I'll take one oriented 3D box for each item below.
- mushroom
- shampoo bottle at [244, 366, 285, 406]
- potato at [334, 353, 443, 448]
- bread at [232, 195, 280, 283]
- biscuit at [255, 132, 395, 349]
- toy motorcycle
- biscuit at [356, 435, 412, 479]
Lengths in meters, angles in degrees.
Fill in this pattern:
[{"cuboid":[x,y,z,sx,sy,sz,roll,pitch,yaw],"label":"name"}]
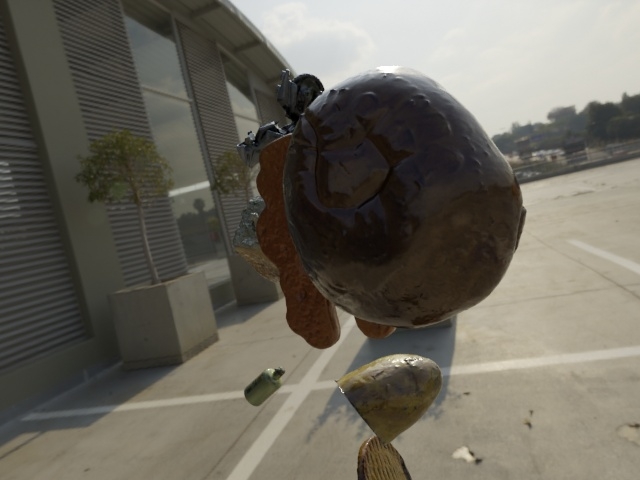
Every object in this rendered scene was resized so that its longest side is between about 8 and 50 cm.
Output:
[{"cuboid":[0.047,-0.038,0.383,0.194,0.231,0.138,-43,-35,10],"label":"mushroom"},{"cuboid":[-0.180,0.482,1.554,0.162,0.079,0.079,-44,-4,13],"label":"shampoo bottle"},{"cuboid":[0.213,0.416,1.297,0.266,0.229,0.229,-33,7,-10],"label":"potato"},{"cuboid":[-0.116,-0.006,1.299,0.176,0.195,0.246,-4,-35,29],"label":"bread"},{"cuboid":[0.000,0.000,0.705,0.202,0.334,0.047,-21,0,27],"label":"biscuit"},{"cuboid":[-0.096,-0.253,1.046,0.159,0.270,0.106,15,21,-12],"label":"toy motorcycle"},{"cuboid":[0.210,0.770,1.426,0.040,0.318,0.318,-32,-4,23],"label":"biscuit"}]
